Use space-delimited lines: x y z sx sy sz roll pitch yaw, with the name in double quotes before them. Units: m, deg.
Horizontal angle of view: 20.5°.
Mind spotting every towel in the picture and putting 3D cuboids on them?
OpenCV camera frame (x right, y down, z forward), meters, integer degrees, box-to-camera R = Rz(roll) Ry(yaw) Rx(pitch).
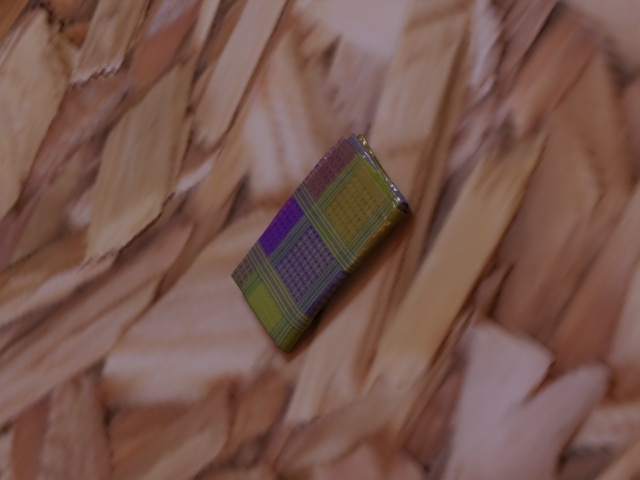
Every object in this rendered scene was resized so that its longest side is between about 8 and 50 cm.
"towel" 0.000 0.000 0.730 0.083 0.009 0.060 -50 41 13
